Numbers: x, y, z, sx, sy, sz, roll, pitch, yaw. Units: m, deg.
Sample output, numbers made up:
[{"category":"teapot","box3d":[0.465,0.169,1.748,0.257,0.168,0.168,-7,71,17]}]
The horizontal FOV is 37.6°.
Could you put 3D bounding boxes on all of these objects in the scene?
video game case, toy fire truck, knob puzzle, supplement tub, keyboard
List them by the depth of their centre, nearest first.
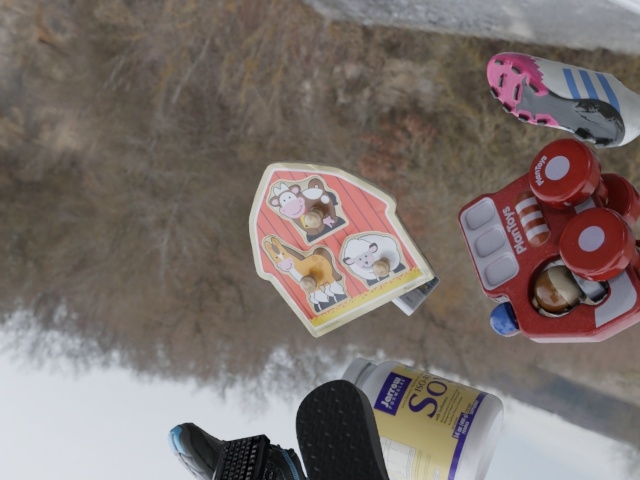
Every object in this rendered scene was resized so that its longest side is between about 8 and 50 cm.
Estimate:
[{"category":"knob puzzle","box3d":[0.000,0.000,1.004,0.213,0.213,0.030,20,-149,12]},{"category":"keyboard","box3d":[-0.111,0.350,1.350,0.108,0.180,0.023,-9,124,14]},{"category":"toy fire truck","box3d":[0.342,0.019,1.362,0.254,0.302,0.169,-35,140,28]},{"category":"video game case","box3d":[0.153,0.059,2.009,0.190,0.022,0.173,42,-147,7]},{"category":"supplement tub","box3d":[0.204,0.399,2.024,0.332,0.240,0.241,17,173,20]}]

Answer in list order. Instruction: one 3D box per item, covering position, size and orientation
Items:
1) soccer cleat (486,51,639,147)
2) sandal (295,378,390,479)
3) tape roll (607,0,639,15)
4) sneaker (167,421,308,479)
[{"category":"soccer cleat","box3d":[0.449,-0.260,1.693,0.331,0.143,0.116,38,143,41]},{"category":"sandal","box3d":[0.065,0.415,1.419,0.168,0.445,0.107,-26,136,19]},{"category":"tape roll","box3d":[0.378,-0.357,0.928,0.100,0.286,0.286,40,-173,36]},{"category":"sneaker","box3d":[-0.121,0.394,1.628,0.341,0.139,0.125,44,165,-29]}]
